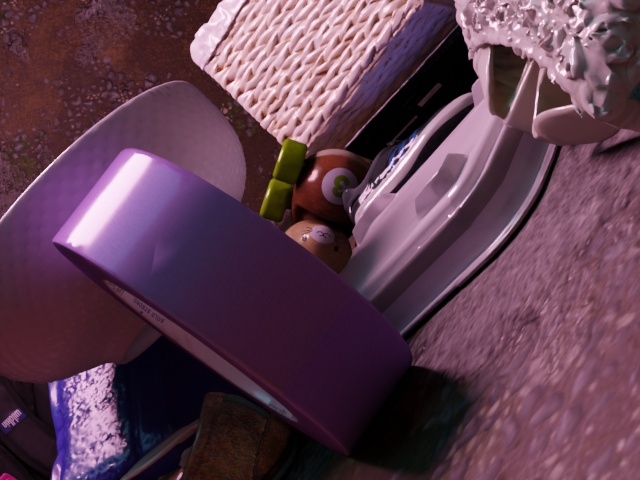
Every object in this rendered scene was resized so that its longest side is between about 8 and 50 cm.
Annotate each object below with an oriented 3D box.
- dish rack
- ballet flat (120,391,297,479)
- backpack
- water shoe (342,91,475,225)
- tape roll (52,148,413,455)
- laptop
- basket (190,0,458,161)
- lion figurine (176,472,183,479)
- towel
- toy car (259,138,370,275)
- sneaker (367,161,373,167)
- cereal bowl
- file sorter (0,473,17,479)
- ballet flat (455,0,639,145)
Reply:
[{"bbox_3d":[0.095,-0.020,1.019,0.333,0.072,0.285,-50,7,42],"label":"dish rack"},{"bbox_3d":[-0.162,0.284,1.038,0.348,0.123,0.123,-53,5,10],"label":"ballet flat"},{"bbox_3d":[-0.454,0.365,1.791,0.290,0.355,0.273,-50,-8,-14],"label":"backpack"},{"bbox_3d":[0.101,-0.096,1.220,0.203,0.073,0.080,-46,43,5],"label":"water shoe"},{"bbox_3d":[-0.066,0.049,0.843,0.090,0.274,0.275,-53,5,-11],"label":"tape roll"},{"bbox_3d":[0.135,-0.217,1.406,0.234,0.136,0.264,-47,-26,18],"label":"laptop"},{"bbox_3d":[0.048,-0.309,1.677,0.331,0.266,0.328,-50,-22,26],"label":"basket"},{"bbox_3d":[-0.287,0.360,1.515,0.240,0.142,0.392,-55,7,-1],"label":"lion figurine"},{"bbox_3d":[-0.146,0.150,1.169,0.308,0.076,0.228,-28,43,12],"label":"towel"},{"bbox_3d":[0.000,0.000,1.297,0.149,0.155,0.188,113,174,-50],"label":"toy car"},{"bbox_3d":[0.028,-0.069,1.907,0.283,0.110,0.122,-59,-11,-65],"label":"sneaker"},{"bbox_3d":[-0.188,0.014,1.078,0.339,0.141,0.339,-49,-5,-5],"label":"cereal bowl"},{"bbox_3d":[-0.251,0.362,0.841,0.182,0.202,0.291,-53,5,15],"label":"file sorter"},{"bbox_3d":[0.171,-0.140,0.817,0.147,0.147,0.409,-53,7,6],"label":"ballet flat"}]
